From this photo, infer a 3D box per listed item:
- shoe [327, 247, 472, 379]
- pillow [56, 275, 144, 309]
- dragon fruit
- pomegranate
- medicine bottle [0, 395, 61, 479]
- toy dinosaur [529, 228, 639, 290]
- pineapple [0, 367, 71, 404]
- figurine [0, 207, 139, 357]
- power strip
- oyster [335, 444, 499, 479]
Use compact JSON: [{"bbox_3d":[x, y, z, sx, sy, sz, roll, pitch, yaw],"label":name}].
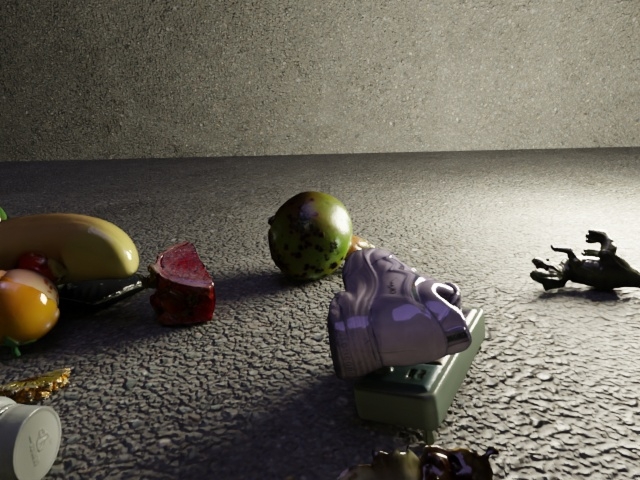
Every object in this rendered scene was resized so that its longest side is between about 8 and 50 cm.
[{"bbox_3d":[0.095,0.067,0.573,0.138,0.095,0.245,-5,16,15],"label":"shoe"},{"bbox_3d":[-0.414,0.076,0.851,0.208,0.055,0.141,5,12,18],"label":"pillow"},{"bbox_3d":[-0.224,0.072,0.771,0.096,0.102,0.147,-13,25,-24],"label":"dragon fruit"},{"bbox_3d":[0.000,0.000,0.908,0.205,0.159,0.159,18,9,-23],"label":"pomegranate"},{"bbox_3d":[-0.311,0.180,0.453,0.130,0.080,0.080,0,17,7],"label":"medicine bottle"},{"bbox_3d":[0.435,0.076,0.796,0.187,0.087,0.179,-14,52,12],"label":"toy dinosaur"},{"bbox_3d":[-0.331,0.170,0.589,0.083,0.019,0.045,-11,16,-35],"label":"pineapple"},{"bbox_3d":[-0.426,0.053,0.728,0.325,0.124,0.222,-6,43,3],"label":"figurine"},{"bbox_3d":[0.097,0.138,0.590,0.145,0.061,0.216,0,15,31],"label":"power strip"},{"bbox_3d":[0.001,0.222,0.194,0.337,0.133,0.198,-16,24,-30],"label":"oyster"}]
